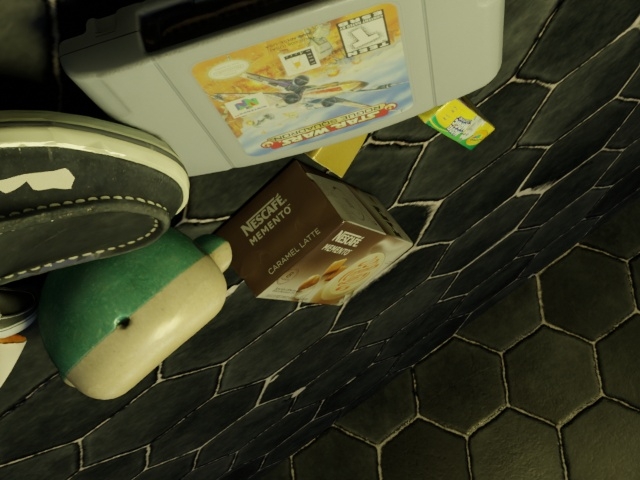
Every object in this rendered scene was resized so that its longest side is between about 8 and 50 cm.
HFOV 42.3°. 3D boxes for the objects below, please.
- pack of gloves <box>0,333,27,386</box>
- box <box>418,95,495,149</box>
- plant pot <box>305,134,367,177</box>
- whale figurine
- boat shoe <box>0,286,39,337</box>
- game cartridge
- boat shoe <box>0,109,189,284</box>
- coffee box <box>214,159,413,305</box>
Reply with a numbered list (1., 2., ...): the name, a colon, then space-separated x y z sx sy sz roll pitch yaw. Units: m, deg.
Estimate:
1. pack of gloves: -0.415 0.148 0.792 0.195 0.046 0.232 3 140 -38
2. box: 0.114 -0.156 0.862 0.043 0.105 0.179 -43 158 15
3. plant pot: 0.005 -0.124 0.801 0.083 0.081 0.081 -52 158 7
4. whale figurine: -0.192 0.054 0.841 0.216 0.141 0.272 -41 -176 -2
5. boat shoe: -0.313 0.063 0.737 0.142 0.049 0.040 -10 147 -47
6. game cartridge: -0.010 -0.131 0.610 0.297 0.062 0.198 -16 156 6
7. boat shoe: -0.292 0.031 0.497 0.500 0.156 0.187 -15 166 -42
8. coffee box: 0.000 0.000 1.029 0.141 0.098 0.246 -42 159 13
